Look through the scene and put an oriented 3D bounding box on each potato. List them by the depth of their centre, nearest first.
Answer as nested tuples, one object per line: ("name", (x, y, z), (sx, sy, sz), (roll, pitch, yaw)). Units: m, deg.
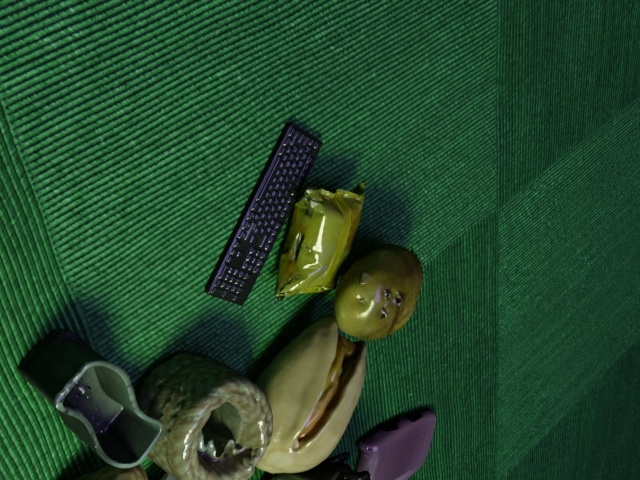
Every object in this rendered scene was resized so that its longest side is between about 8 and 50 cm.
("potato", (0.107, 0.092, 1.681), (0.300, 0.140, 0.173), (-28, 134, -73))

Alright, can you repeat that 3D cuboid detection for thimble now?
("thimble", (-0.191, 0.295, 1.506), (0.229, 0.148, 0.196), (32, 84, -55))

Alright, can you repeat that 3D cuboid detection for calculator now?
("calculator", (0.180, 0.494, 2.130), (0.294, 0.043, 0.194), (-11, 119, -47))

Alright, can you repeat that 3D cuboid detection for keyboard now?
("keyboard", (-0.090, -0.040, 1.523), (0.101, 0.018, 0.310), (26, 91, -52))

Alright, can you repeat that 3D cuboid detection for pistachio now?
("pistachio", (-0.030, 0.285, 1.676), (0.299, 0.187, 0.187), (-57, 142, -17))

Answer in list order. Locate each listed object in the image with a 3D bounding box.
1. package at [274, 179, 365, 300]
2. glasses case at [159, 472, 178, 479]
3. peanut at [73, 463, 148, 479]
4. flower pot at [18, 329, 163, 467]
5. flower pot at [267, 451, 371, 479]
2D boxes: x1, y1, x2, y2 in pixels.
("package", (0.000, 0.000, 1.591), (0.168, 0.090, 0.226), (-7, 123, -51))
("glasses case", (-0.225, 0.515, 1.622), (0.128, 0.083, 0.308), (-31, 124, 8))
("peanut", (-0.370, 0.463, 1.402), (0.298, 0.136, 0.120), (-56, 175, -11))
("flower pot", (-0.328, 0.232, 1.338), (0.103, 0.108, 0.229), (-46, 140, -21))
("flower pot", (-0.010, 0.555, 1.766), (0.213, 0.302, 0.302), (15, 100, -39))
